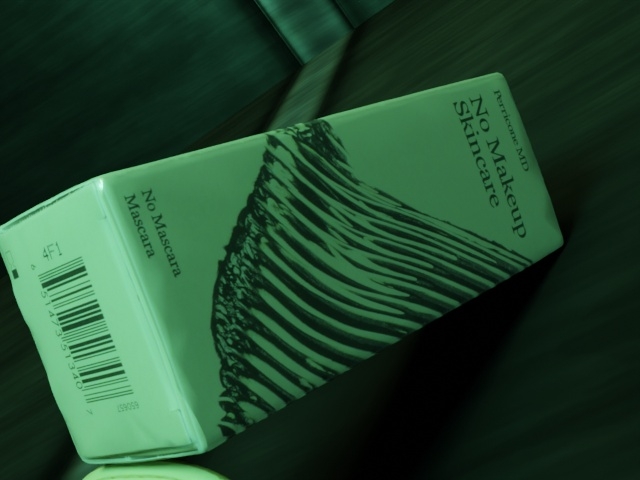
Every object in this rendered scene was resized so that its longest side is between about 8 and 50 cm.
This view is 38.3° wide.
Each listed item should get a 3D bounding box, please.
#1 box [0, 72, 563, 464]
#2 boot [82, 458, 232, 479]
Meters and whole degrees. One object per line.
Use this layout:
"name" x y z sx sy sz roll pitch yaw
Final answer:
"box" 0.000 0.000 0.445 0.094 0.113 0.275 -18 4 45
"boot" -0.134 0.201 0.364 0.262 0.095 0.203 -28 18 36
